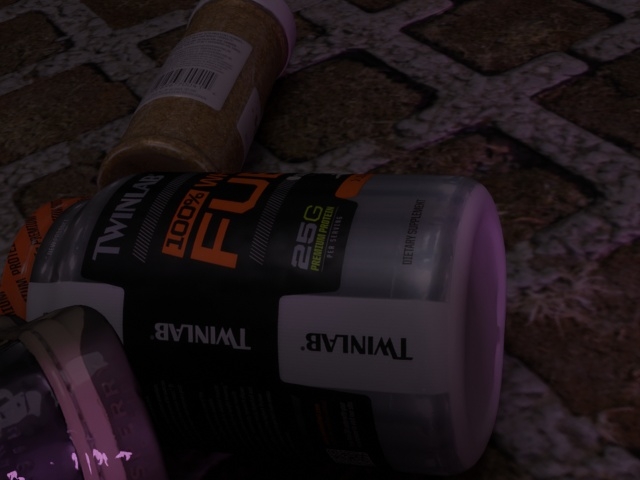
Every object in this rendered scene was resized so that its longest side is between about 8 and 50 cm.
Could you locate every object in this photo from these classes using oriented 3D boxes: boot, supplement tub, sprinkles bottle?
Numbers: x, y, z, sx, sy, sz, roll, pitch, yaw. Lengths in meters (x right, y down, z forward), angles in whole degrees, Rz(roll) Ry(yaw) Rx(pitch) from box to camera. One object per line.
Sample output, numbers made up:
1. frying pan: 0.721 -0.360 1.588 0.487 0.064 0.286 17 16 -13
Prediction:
1. boot: -0.262 0.146 0.528 0.284 0.138 0.377 -21 2 -31
2. supplement tub: -0.043 0.049 0.700 0.316 0.193 0.193 1 37 19
3. sprinkles bottle: -0.115 -0.142 1.049 0.121 0.121 0.355 -2 37 14
